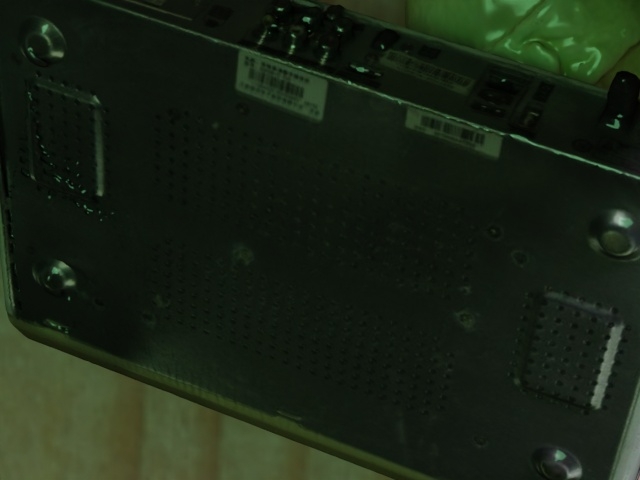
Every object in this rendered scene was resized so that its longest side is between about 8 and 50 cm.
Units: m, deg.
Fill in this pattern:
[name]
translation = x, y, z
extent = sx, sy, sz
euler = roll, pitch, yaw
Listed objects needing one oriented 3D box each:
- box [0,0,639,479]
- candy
[box]
translation = 0.000, 0.000, 0.561
extent = 0.270, 0.045, 0.211
euler = 20, 134, 14
[candy]
translation = 0.147, 0.019, 0.566
extent = 0.093, 0.092, 0.335
euler = -37, 96, 2
